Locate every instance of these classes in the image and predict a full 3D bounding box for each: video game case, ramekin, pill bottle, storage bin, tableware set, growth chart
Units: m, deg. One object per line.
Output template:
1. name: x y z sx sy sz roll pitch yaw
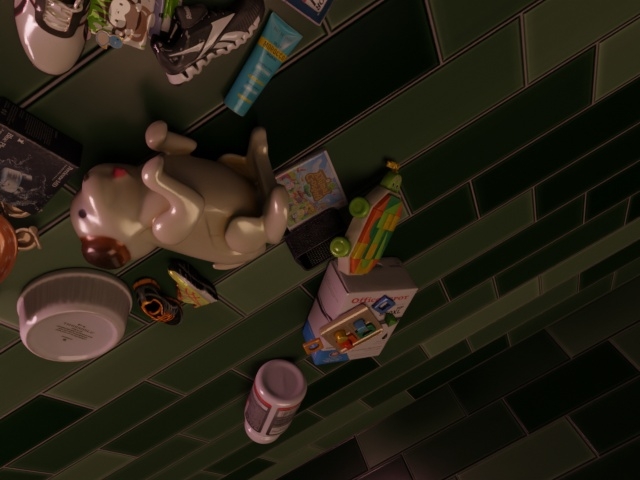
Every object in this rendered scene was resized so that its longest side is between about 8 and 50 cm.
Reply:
1. video game case: -0.038 -0.131 1.130 0.194 0.023 0.212 -28 137 1
2. ramekin: -0.652 0.210 1.086 0.273 0.127 0.272 -13 135 -13
3. pill bottle: -0.201 0.681 1.695 0.211 0.210 0.362 1 131 -27
4. storage bin: 0.000 0.000 1.212 0.180 0.084 0.122 -30 152 5
5. tableware set: -0.687 -0.034 0.865 0.169 0.020 0.140 -15 121 -36
6. growth chart: -0.357 -0.418 0.706 0.238 0.021 0.171 -3 133 -22

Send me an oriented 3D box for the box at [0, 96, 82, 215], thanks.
1. box: -0.587 -0.158 0.791 0.156 0.093 0.158 -40 137 13

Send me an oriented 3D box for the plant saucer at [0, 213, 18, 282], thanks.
1. plant saucer: -0.706 0.022 0.792 0.200 0.037 0.199 -47 144 -50

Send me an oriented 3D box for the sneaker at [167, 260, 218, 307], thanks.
1. sneaker: -0.386 0.140 1.182 0.094 0.081 0.208 -27 137 3

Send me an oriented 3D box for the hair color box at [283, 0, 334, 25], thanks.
1. hair color box: -0.135 -0.494 0.627 0.348 0.173 0.105 17 120 -37

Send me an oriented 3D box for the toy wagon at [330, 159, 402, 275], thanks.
1. toy wagon: 0.157 -0.060 1.170 0.267 0.068 0.343 6 111 -61

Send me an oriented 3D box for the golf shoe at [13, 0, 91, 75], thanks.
1. golf shoe: -0.409 -0.372 0.624 0.105 0.120 0.272 10 129 -35

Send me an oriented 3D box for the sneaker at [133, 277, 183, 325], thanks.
1. sneaker: -0.476 0.202 1.196 0.084 0.083 0.214 -28 138 -2

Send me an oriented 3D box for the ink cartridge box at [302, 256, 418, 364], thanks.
1. ink cartridge box: 0.132 0.258 1.480 0.286 0.166 0.394 -1 131 -25

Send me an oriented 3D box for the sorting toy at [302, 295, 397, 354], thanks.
1. sorting toy: 0.110 0.313 1.367 0.348 0.047 0.196 -30 136 6

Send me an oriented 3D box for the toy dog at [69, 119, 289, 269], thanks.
1. toy dog: -0.321 -0.076 0.906 0.409 0.284 0.395 -4 150 -21

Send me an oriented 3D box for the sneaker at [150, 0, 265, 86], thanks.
1. sneaker: -0.209 -0.390 0.742 0.234 0.078 0.106 -36 148 2

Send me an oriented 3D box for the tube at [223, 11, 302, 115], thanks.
1. tube: -0.127 -0.362 0.855 0.080 0.052 0.207 20 114 -46
